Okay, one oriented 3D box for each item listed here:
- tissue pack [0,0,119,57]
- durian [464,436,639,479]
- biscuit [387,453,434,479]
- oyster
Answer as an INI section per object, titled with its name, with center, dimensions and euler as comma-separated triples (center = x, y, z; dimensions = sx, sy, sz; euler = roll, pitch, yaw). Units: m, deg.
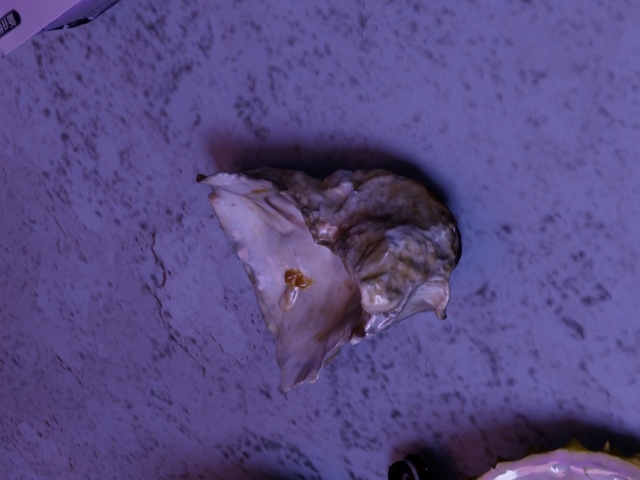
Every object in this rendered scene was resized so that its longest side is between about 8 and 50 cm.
[tissue pack]
center = -0.148, -0.236, 0.876
dimensions = 0.246, 0.092, 0.148
euler = -21, 97, 47
[durian]
center = 0.162, 0.203, 0.822
dimensions = 0.182, 0.132, 0.165
euler = -27, 96, 34
[biscuit]
center = 0.069, 0.194, 0.951
dimensions = 0.087, 0.027, 0.089
euler = 91, 163, -58
[oyster]
center = 0.010, 0.012, 0.889
dimensions = 0.232, 0.107, 0.161
euler = -2, 119, 62
